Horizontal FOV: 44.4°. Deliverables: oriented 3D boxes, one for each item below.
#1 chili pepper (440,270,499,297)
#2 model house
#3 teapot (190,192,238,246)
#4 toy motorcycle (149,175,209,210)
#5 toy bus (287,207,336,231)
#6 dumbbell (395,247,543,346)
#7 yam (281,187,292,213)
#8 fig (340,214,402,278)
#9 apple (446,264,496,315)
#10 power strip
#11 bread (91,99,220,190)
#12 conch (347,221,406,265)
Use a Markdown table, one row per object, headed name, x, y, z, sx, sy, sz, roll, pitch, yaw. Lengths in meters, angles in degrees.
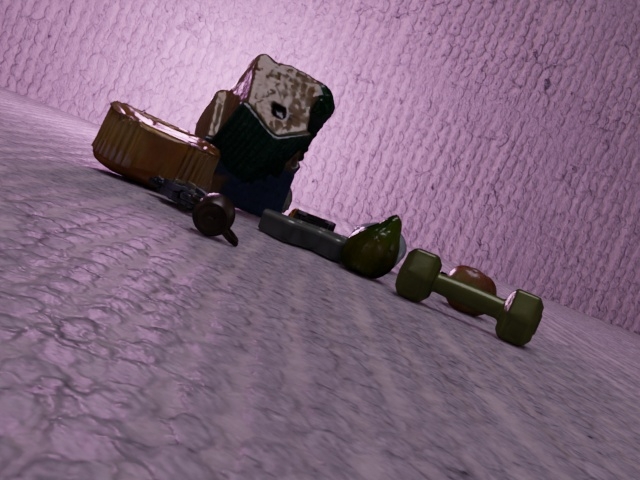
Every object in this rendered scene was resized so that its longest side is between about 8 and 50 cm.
| name | x | y | z | sx | sy | sz | roll | pitch | yaw |
| --- | --- | --- | --- | --- | --- | --- | --- | --- | --- |
| chili pepper | 0.406 | 0.144 | 2.076 | 0.226 | 0.059 | 0.088 | 23 | -10 | -28 |
| model house | -0.168 | -0.254 | 2.169 | 0.334 | 0.343 | 0.382 | 22 | -37 | -19 |
| teapot | -0.188 | -0.037 | 1.398 | 0.121 | 0.076 | 0.068 | 50 | 11 | -10 |
| toy motorcycle | -0.282 | -0.095 | 1.680 | 0.124 | 0.061 | 0.193 | 20 | 3 | -43 |
| toy bus | -0.036 | -0.041 | 2.104 | 0.162 | 0.070 | 0.074 | 19 | 4 | -44 |
| dumbbell | 0.308 | 0.115 | 1.625 | 0.302 | 0.121 | 0.108 | 22 | 34 | 17 |
| yam | -0.182 | -0.170 | 2.496 | 0.154 | 0.154 | 0.254 | 20 | 8 | -19 |
| fig | 0.122 | 0.007 | 1.748 | 0.123 | 0.156 | 0.123 | 25 | 9 | -4 |
| apple | 0.345 | 0.116 | 1.826 | 0.126 | 0.102 | 0.126 | 26 | 8 | -4 |
| power strip | 0.000 | -0.001 | 1.870 | 0.265 | 0.059 | 0.193 | 18 | 5 | -40 |
| bread | -0.394 | -0.201 | 1.854 | 0.288 | 0.156 | 0.204 | 22 | 12 | -30 |
| conch | 0.140 | 0.016 | 2.105 | 0.184 | 0.121 | 0.221 | -8 | 10 | 0 |
